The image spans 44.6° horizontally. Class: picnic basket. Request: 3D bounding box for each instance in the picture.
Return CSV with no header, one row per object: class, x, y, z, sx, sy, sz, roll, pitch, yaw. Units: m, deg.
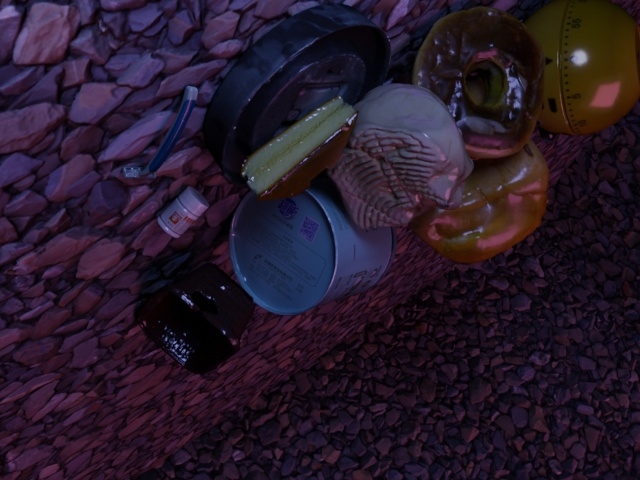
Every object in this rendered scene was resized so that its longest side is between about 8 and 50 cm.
picnic basket,-0.267,0.161,1.703,0.129,0.222,0.297,-53,-170,-34

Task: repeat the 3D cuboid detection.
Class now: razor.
razor,-0.246,-0.166,1.258,0.191,0.037,0.068,-50,159,26

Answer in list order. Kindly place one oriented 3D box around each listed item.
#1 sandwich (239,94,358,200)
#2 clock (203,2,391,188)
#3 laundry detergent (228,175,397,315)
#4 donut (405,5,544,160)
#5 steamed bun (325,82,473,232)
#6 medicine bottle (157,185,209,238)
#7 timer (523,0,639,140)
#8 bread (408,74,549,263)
sandwich,-0.036,-0.153,1.383,0.244,0.090,0.088,-40,158,-13
clock,-0.040,-0.254,1.409,0.386,0.076,0.386,-36,161,-14
laundry detergent,0.000,0.000,1.737,0.287,0.287,0.305,-51,159,28
donut,0.325,-0.318,1.654,0.330,0.330,0.160,-36,-179,-14
steamed bun,0.156,-0.169,1.498,0.320,0.275,0.206,-19,-148,46
medicine bottle,-0.259,-0.052,1.468,0.089,0.057,0.057,-44,162,10
timer,0.592,-0.423,1.940,0.386,0.377,0.376,-1,-177,30
bread,0.334,-0.140,1.845,0.361,0.394,0.250,-29,154,1
